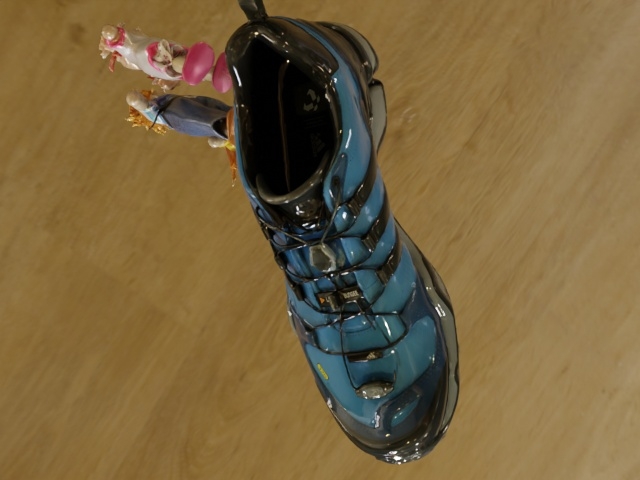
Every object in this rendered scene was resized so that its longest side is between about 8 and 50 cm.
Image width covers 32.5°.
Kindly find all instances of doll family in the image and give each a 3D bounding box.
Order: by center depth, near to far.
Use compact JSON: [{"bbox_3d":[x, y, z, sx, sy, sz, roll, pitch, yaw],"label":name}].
[{"bbox_3d":[-0.086,-0.108,0.970,0.163,0.263,0.118,19,97,48],"label":"doll family"}]

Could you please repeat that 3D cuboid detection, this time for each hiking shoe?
[{"bbox_3d":[0.000,0.000,0.705,0.113,0.132,0.304,-20,82,24],"label":"hiking shoe"}]
